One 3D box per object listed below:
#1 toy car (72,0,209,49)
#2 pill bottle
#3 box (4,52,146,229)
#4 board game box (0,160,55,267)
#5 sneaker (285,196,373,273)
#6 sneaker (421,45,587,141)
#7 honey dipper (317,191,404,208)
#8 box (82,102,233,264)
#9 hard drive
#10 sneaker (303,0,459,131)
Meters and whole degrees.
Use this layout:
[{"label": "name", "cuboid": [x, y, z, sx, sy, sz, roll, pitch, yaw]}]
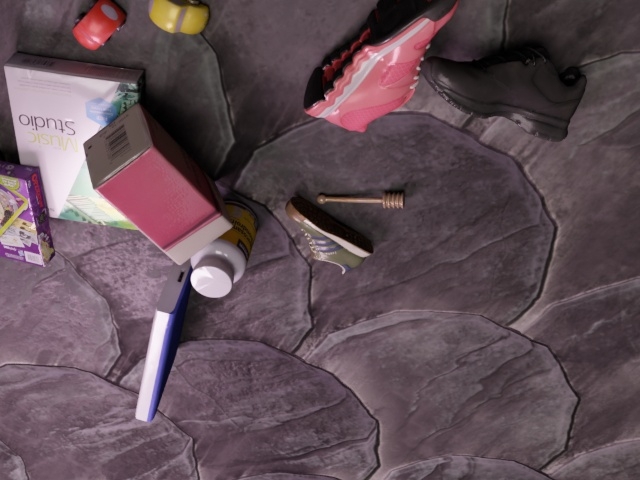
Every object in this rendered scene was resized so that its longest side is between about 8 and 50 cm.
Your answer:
[{"label": "toy car", "cuboid": [-0.313, -0.408, 1.300, 0.239, 0.053, 0.224, -5, 127, 12]}, {"label": "pill bottle", "cuboid": [-0.180, 0.017, 1.530, 0.103, 0.184, 0.103, 4, 129, 5]}, {"label": "box", "cuboid": [-0.429, -0.170, 1.503, 0.233, 0.058, 0.321, 8, 130, 3]}, {"label": "board game box", "cuboid": [-0.685, -0.075, 1.588, 0.347, 0.056, 0.208, 13, 134, 12]}, {"label": "sneaker", "cuboid": [0.000, 0.000, 1.563, 0.192, 0.064, 0.086, 31, 121, -19]}, {"label": "sneaker", "cuboid": [0.287, -0.251, 1.291, 0.286, 0.109, 0.130, 10, 121, -27]}, {"label": "honey dipper", "cuboid": [0.073, -0.075, 1.521, 0.161, 0.030, 0.030, 2, 128, 13]}, {"label": "box", "cuboid": [-0.278, -0.095, 1.431, 0.127, 0.148, 0.232, -36, 134, 7]}, {"label": "hard drive", "cuboid": [-0.306, 0.183, 1.663, 0.040, 0.210, 0.318, 16, 129, -4]}, {"label": "sneaker", "cuboid": [0.115, -0.286, 1.314, 0.136, 0.115, 0.314, 29, 132, -31]}]
